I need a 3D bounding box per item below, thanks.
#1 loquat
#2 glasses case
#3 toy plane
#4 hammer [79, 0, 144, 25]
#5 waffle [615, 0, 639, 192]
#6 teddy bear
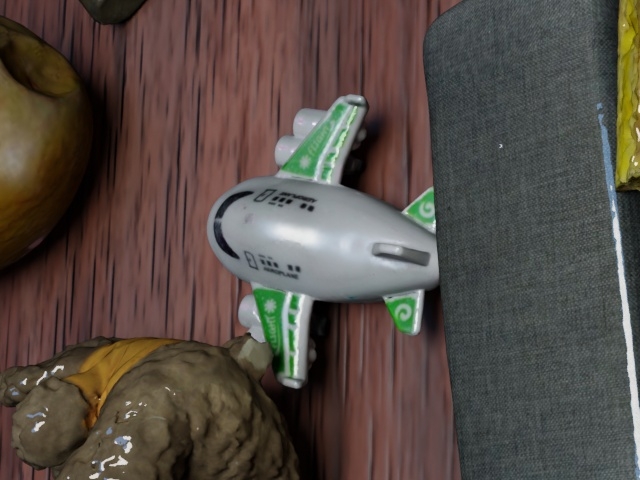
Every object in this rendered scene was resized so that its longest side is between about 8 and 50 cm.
[{"bbox_3d":[-0.256,-0.055,1.015,0.227,0.179,0.179,-35,63,30],"label":"loquat"},{"bbox_3d":[0.127,0.019,0.785,0.131,0.074,0.323,-16,73,41],"label":"glasses case"},{"bbox_3d":[0.002,0.000,0.884,0.174,0.080,0.174,-9,76,36],"label":"toy plane"},{"bbox_3d":[-0.253,-0.308,1.147,0.168,0.044,0.440,-50,58,19],"label":"hammer"},{"bbox_3d":[0.225,-0.123,0.719,0.160,0.055,0.211,5,81,-1],"label":"waffle"},{"bbox_3d":[-0.102,0.110,0.885,0.190,0.177,0.140,8,74,48],"label":"teddy bear"}]
